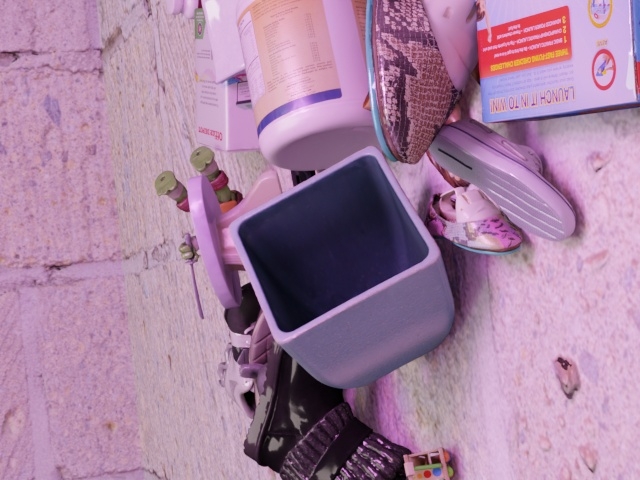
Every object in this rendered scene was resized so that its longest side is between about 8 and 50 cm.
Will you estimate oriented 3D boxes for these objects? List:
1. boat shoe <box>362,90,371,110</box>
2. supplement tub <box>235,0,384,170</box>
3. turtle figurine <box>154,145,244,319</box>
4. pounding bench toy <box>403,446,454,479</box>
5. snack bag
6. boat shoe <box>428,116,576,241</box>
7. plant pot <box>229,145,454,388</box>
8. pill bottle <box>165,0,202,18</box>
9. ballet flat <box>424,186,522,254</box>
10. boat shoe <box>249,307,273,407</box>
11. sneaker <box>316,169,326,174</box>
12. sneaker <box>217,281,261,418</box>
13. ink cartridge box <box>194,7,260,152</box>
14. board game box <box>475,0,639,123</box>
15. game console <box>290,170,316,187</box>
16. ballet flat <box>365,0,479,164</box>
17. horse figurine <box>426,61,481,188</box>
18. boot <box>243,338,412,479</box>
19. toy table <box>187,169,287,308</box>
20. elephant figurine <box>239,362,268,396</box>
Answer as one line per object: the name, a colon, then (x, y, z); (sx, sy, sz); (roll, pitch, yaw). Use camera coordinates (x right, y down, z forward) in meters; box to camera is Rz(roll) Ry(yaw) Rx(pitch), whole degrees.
boat shoe: (0.133, -0.263, 1.669); (0.073, 0.073, 0.207); (-108, 43, -80)
supplement tub: (-0.005, -0.287, 1.819); (0.228, 0.228, 0.316); (138, 125, -63)
turtle figurine: (-0.194, -0.035, 2.357); (0.198, 0.266, 0.274); (-10, 47, 32)
pounding bench toy: (0.159, 0.332, 1.735); (0.083, 0.065, 0.052); (50, -153, -74)
snack bag: (-0.113, -0.490, 2.137); (0.323, 0.037, 0.342); (-18, 78, 44)
boat shoe: (0.235, -0.088, 1.459); (0.226, 0.076, 0.083); (41, 152, 27)
plant pot: (0.055, 0.069, 1.717); (0.252, 0.247, 0.248); (58, -176, -48)
pill bottle: (-0.238, -0.499, 2.453); (0.086, 0.152, 0.086); (175, 90, -69)
ballet flat: (0.194, -0.031, 1.585); (0.221, 0.077, 0.079); (-160, 60, -70)
boat shoe: (-0.083, 0.215, 2.235); (0.130, 0.132, 0.355); (-114, 24, -50)
sneaker: (0.047, -0.077, 1.966); (0.192, 0.064, 0.086); (-161, 62, -68)
sneaker: (-0.121, 0.224, 2.387); (0.146, 0.122, 0.330); (55, 149, 39)
ink cartridge box: (-0.167, -0.322, 2.363); (0.201, 0.117, 0.278); (-157, 65, -65)
board game box: (0.280, -0.290, 1.302); (0.308, 0.086, 0.302); (-176, 81, -68)
game console: (0.000, 0.000, 2.007); (0.213, 0.044, 0.361); (-128, 23, -53)
ballet flat: (0.130, -0.316, 1.525); (0.164, 0.182, 0.483); (55, -158, -48)
horse figurine: (0.181, -0.195, 1.598); (0.174, 0.066, 0.263); (51, 138, 42)
boot: (0.036, 0.274, 1.894); (0.260, 0.131, 0.348); (30, 114, 34)
toy table: (-0.131, -0.006, 2.192); (0.252, 0.161, 0.274); (-96, -7, -45)
elephant figurine: (-0.026, 0.325, 2.079); (0.186, 0.169, 0.239); (-22, 70, 62)
